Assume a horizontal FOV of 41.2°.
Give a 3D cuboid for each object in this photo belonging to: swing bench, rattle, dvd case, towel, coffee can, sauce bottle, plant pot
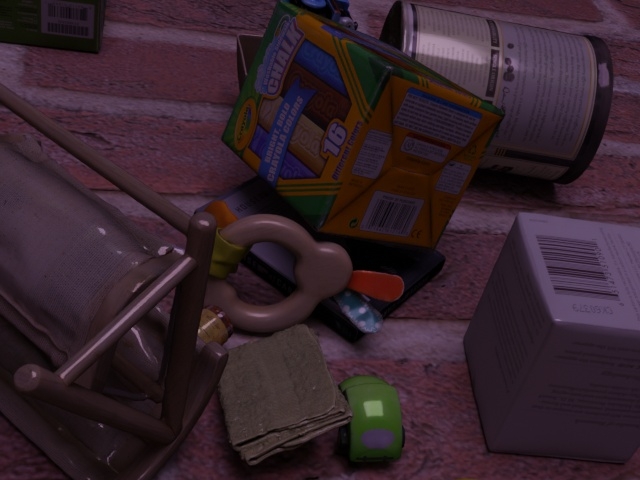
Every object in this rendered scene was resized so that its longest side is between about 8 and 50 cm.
[{"bbox_3d":[-0.215,0.043,0.669,0.253,0.255,0.165,34,61,21],"label":"swing bench"},{"bbox_3d":[-0.025,0.026,0.890,0.199,0.130,0.143,0,6,-8],"label":"rattle"},{"bbox_3d":[0.000,0.000,0.977,0.238,0.030,0.179,35,43,22],"label":"dvd case"},{"bbox_3d":[-0.040,0.135,0.771,0.110,0.027,0.148,-18,33,-8],"label":"towel"},{"bbox_3d":[0.216,-0.195,1.137,0.275,0.202,0.202,9,40,-8],"label":"coffee can"},{"bbox_3d":[-0.137,0.110,0.795,0.042,0.042,0.128,35,53,22],"label":"sauce bottle"},{"bbox_3d":[-0.060,-0.204,1.141,0.109,0.096,0.109,2,42,-16],"label":"plant pot"}]

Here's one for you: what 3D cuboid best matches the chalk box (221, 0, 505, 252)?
[{"bbox_3d":[0.023,-0.141,0.952,0.180,0.179,0.289,10,24,-40],"label":"chalk box"}]

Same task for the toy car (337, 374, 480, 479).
[{"bbox_3d":[0.051,0.190,0.735,0.238,0.053,0.225,0,35,-9],"label":"toy car"}]

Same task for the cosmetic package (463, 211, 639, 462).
[{"bbox_3d":[0.245,0.096,0.823,0.151,0.184,0.151,7,41,-8],"label":"cosmetic package"}]

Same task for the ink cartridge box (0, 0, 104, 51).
[{"bbox_3d":[-0.406,-0.389,1.246,0.188,0.097,0.255,4,39,-13],"label":"ink cartridge box"}]

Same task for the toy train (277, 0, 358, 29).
[{"bbox_3d":[-0.003,-0.386,1.387,0.105,0.080,0.184,3,41,-23],"label":"toy train"}]
